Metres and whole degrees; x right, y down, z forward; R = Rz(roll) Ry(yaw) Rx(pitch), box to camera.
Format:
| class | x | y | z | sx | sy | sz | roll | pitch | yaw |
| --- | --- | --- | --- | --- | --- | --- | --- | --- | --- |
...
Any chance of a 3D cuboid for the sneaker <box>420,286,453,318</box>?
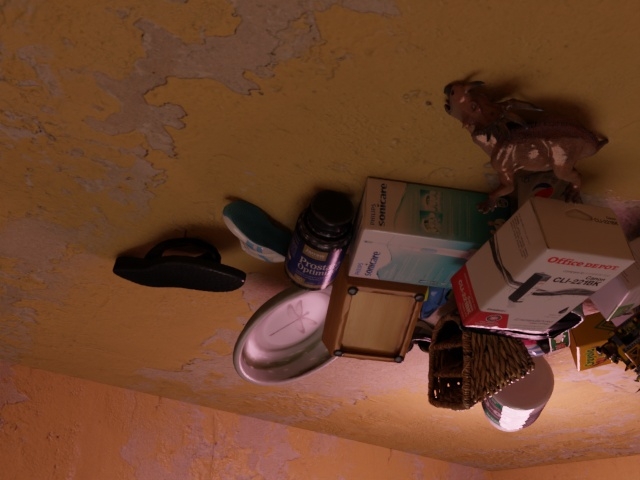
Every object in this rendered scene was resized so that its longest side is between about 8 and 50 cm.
| class | x | y | z | sx | sy | sz | roll | pitch | yaw |
| --- | --- | --- | --- | --- | --- | --- | --- | --- | --- |
| sneaker | 0.299 | 0.154 | 1.779 | 0.082 | 0.069 | 0.209 | 0 | 152 | 3 |

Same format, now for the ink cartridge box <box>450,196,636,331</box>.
| class | x | y | z | sx | sy | sz | roll | pitch | yaw |
| --- | --- | --- | --- | --- | --- | --- | --- | --- | --- |
| ink cartridge box | 0.400 | 0.054 | 1.266 | 0.197 | 0.114 | 0.273 | 7 | 142 | -22 |

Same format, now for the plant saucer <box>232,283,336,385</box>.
| class | x | y | z | sx | sy | sz | roll | pitch | yaw |
| --- | --- | --- | --- | --- | --- | --- | --- | --- | --- |
| plant saucer | -0.063 | 0.227 | 1.853 | 0.400 | 0.100 | 0.400 | -20 | 140 | -18 |

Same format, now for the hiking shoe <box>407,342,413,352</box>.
| class | x | y | z | sx | sy | sz | roll | pitch | yaw |
| --- | --- | --- | --- | --- | --- | --- | --- | --- | --- |
| hiking shoe | 0.165 | 0.298 | 2.095 | 0.227 | 0.086 | 0.114 | -12 | 135 | 21 |

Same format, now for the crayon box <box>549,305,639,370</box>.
| class | x | y | z | sx | sy | sz | roll | pitch | yaw |
| --- | --- | --- | --- | --- | --- | --- | --- | --- | --- |
| crayon box | 0.755 | 0.245 | 1.763 | 0.318 | 0.081 | 0.202 | -17 | 148 | 13 |

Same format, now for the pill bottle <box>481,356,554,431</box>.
| class | x | y | z | sx | sy | sz | roll | pitch | yaw |
| --- | --- | --- | --- | --- | --- | --- | --- | --- | --- |
| pill bottle | 0.627 | 0.495 | 2.225 | 0.204 | 0.204 | 0.361 | 1 | 152 | 10 |

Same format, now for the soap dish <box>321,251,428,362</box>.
| class | x | y | z | sx | sy | sz | roll | pitch | yaw |
| --- | --- | --- | --- | --- | --- | --- | --- | --- | --- |
| soap dish | 0.135 | 0.174 | 1.687 | 0.229 | 0.118 | 0.291 | 8 | 126 | -5 |

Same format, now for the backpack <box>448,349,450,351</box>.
| class | x | y | z | sx | sy | sz | roll | pitch | yaw |
| --- | --- | --- | --- | --- | --- | --- | --- | --- | --- |
| backpack | 0.414 | 0.291 | 1.998 | 0.120 | 0.098 | 0.101 | 10 | 175 | -27 |

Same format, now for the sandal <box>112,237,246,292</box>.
| class | x | y | z | sx | sy | sz | roll | pitch | yaw |
| --- | --- | --- | --- | --- | --- | --- | --- | --- | --- |
| sandal | -0.359 | 0.050 | 1.704 | 0.445 | 0.107 | 0.167 | 0 | 156 | 40 |

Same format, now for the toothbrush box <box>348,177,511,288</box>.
| class | x | y | z | sx | sy | sz | roll | pitch | yaw |
| --- | --- | --- | --- | --- | --- | --- | --- | --- | --- |
| toothbrush box | 0.218 | -0.005 | 1.420 | 0.295 | 0.126 | 0.216 | 6 | 152 | -3 |

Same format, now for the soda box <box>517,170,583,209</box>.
| class | x | y | z | sx | sy | sz | roll | pitch | yaw |
| --- | --- | --- | --- | --- | --- | --- | --- | --- | --- |
| soda box | 0.476 | -0.026 | 1.364 | 0.098 | 0.091 | 0.286 | -9 | 149 | 28 |

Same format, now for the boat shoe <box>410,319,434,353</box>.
| class | x | y | z | sx | sy | sz | roll | pitch | yaw |
| --- | --- | --- | --- | --- | --- | --- | --- | --- | --- |
| boat shoe | 0.324 | 0.303 | 2.057 | 0.080 | 0.073 | 0.223 | -17 | 145 | 38 |

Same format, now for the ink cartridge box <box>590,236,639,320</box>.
| class | x | y | z | sx | sy | sz | roll | pitch | yaw |
| --- | --- | --- | --- | --- | --- | --- | --- | --- | --- |
| ink cartridge box | 0.661 | 0.052 | 1.378 | 0.219 | 0.092 | 0.160 | -26 | 153 | -8 |

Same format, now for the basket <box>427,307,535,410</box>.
| class | x | y | z | sx | sy | sz | roll | pitch | yaw |
| --- | --- | --- | --- | --- | --- | --- | --- | --- | --- |
| basket | 0.363 | 0.292 | 1.775 | 0.223 | 0.213 | 0.299 | -28 | 175 | -11 |

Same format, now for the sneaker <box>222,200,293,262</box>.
| class | x | y | z | sx | sy | sz | roll | pitch | yaw |
| --- | --- | --- | --- | --- | --- | --- | --- | --- | --- |
| sneaker | -0.149 | -0.009 | 1.538 | 0.092 | 0.087 | 0.228 | -10 | 147 | 33 |

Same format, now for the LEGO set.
| class | x | y | z | sx | sy | sz | roll | pitch | yaw |
| --- | --- | --- | --- | --- | --- | --- | --- | --- | --- |
| LEGO set | 0.804 | 0.220 | 1.506 | 0.331 | 0.192 | 0.255 | -37 | 149 | 7 |

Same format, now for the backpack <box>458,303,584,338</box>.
| class | x | y | z | sx | sy | sz | roll | pitch | yaw |
| --- | --- | --- | --- | --- | --- | --- | --- | --- | --- |
| backpack | 0.460 | 0.131 | 1.564 | 0.253 | 0.191 | 0.225 | 14 | 152 | -10 |

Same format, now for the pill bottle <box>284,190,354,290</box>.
| class | x | y | z | sx | sy | sz | roll | pitch | yaw |
| --- | --- | --- | --- | --- | --- | --- | --- | --- | --- |
| pill bottle | 0.000 | 0.000 | 1.463 | 0.123 | 0.123 | 0.219 | 10 | 140 | -8 |

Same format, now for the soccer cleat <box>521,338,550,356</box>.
| class | x | y | z | sx | sy | sz | roll | pitch | yaw |
| --- | --- | --- | --- | --- | --- | --- | --- | --- | --- |
| soccer cleat | 0.519 | 0.250 | 1.861 | 0.143 | 0.116 | 0.331 | -18 | 146 | 30 |

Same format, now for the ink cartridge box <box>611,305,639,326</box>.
| class | x | y | z | sx | sy | sz | roll | pitch | yaw |
| --- | --- | --- | --- | --- | --- | --- | --- | --- | --- |
| ink cartridge box | 0.683 | 0.117 | 1.585 | 0.061 | 0.104 | 0.181 | -14 | 146 | 32 |

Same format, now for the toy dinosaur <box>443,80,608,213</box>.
| class | x | y | z | sx | sy | sz | roll | pitch | yaw |
| --- | --- | --- | --- | --- | --- | --- | --- | --- | --- |
| toy dinosaur | 0.349 | -0.161 | 1.107 | 0.295 | 0.127 | 0.200 | -3 | 137 | -2 |
